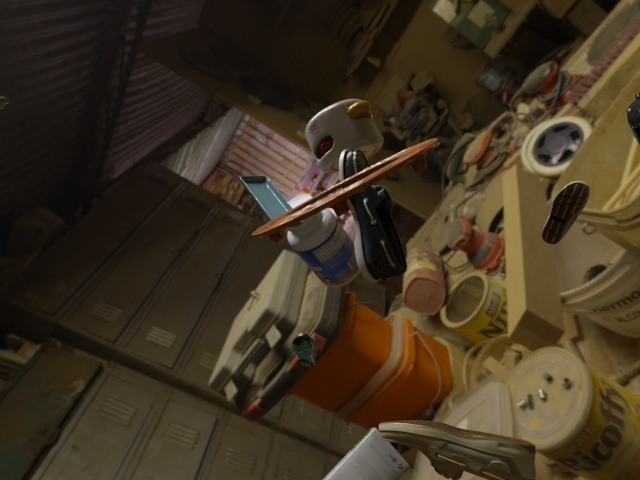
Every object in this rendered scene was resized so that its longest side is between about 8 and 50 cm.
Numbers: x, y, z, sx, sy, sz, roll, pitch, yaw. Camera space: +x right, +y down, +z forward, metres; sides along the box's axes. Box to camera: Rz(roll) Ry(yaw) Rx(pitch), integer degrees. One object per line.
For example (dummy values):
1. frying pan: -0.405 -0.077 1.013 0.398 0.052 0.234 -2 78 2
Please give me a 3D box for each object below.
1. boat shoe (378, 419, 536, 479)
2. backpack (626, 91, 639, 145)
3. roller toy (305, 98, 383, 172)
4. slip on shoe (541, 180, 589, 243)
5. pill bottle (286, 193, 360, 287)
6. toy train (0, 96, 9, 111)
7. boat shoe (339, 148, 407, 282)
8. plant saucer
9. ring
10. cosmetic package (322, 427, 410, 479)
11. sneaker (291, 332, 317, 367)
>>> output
1. boat shoe: 0.257 0.420 0.855 0.109 0.301 0.098 34 -120 -60
2. backpack: 0.792 -0.219 0.865 0.225 0.254 0.191 -33 12 13
3. roller toy: 0.061 -0.287 1.181 0.190 0.147 0.209 -24 -7 6
4. slip on shoe: 0.466 -0.055 0.822 0.041 0.051 0.136 -27 -44 -39
5. pill bottle: 0.000 0.000 1.252 0.152 0.272 0.152 -25 36 20
6. toy train: -0.530 -0.159 0.526 0.190 0.142 0.334 -33 28 -4
7. boat shoe: 0.118 -0.064 0.937 0.091 0.303 0.114 -18 -7 33
8. plant saucer: -0.108 -0.084 0.915 0.192 0.067 0.018 51 134 40
9. ring: 0.042 -0.078 0.715 0.336 0.032 0.336 -28 8 4
10. cosmetic package: 0.087 0.762 1.317 0.365 0.155 0.197 -40 -19 -14
11. sneaker: -0.053 0.386 1.631 0.224 0.083 0.098 88 -162 -49
